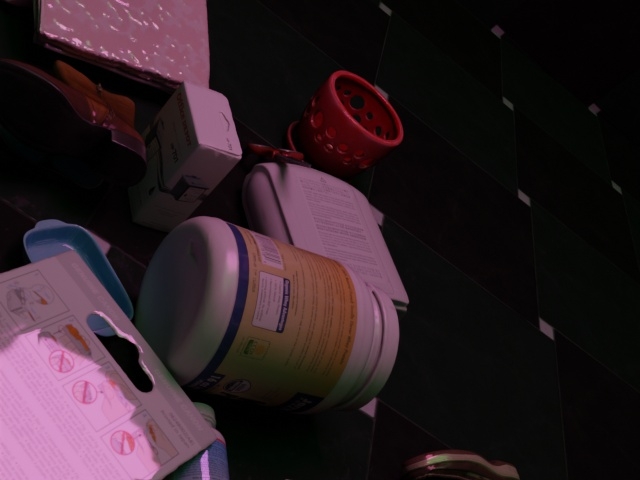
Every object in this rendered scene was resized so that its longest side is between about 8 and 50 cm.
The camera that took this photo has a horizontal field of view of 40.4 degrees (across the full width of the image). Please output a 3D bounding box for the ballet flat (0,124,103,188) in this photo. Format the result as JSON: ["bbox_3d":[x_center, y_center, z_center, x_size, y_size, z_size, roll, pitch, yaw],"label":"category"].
[{"bbox_3d":[-0.396,-0.130,1.279,0.168,0.057,0.052,36,5,-20],"label":"ballet flat"}]

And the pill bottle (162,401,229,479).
[{"bbox_3d":[-0.154,0.282,1.053,0.087,0.087,0.160,21,40,-33],"label":"pill bottle"}]

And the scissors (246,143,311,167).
[{"bbox_3d":[-0.076,-0.146,1.518,0.109,0.021,0.297,12,9,-7],"label":"scissors"}]

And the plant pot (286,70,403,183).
[{"bbox_3d":[0.043,-0.210,1.725,0.191,0.174,0.191,29,36,-23],"label":"plant pot"}]

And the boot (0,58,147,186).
[{"bbox_3d":[-0.373,-0.220,1.284,0.264,0.096,0.280,26,21,-30],"label":"boot"}]

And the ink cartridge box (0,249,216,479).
[{"bbox_3d":[-0.338,0.196,0.932,0.308,0.091,0.385,50,35,9],"label":"ink cartridge box"}]

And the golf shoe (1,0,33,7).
[{"bbox_3d":[-0.560,-0.524,1.435,0.306,0.140,0.115,49,32,2],"label":"golf shoe"}]

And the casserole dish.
[{"bbox_3d":[-0.327,0.056,1.154,0.114,0.037,0.188,-13,64,-53],"label":"casserole dish"}]

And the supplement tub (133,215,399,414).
[{"bbox_3d":[-0.070,0.114,1.198,0.316,0.228,0.228,20,41,-33],"label":"supplement tub"}]

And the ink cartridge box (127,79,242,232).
[{"bbox_3d":[-0.216,-0.126,1.332,0.082,0.190,0.140,15,43,-38],"label":"ink cartridge box"}]

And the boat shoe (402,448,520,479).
[{"bbox_3d":[0.235,0.392,1.363,0.257,0.095,0.095,17,48,-37],"label":"boat shoe"}]

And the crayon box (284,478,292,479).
[{"bbox_3d":[0.035,0.472,1.061,0.203,0.083,0.323,21,41,-33],"label":"crayon box"}]

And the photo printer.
[{"bbox_3d":[0.000,0.000,1.511,0.256,0.107,0.308,12,45,-39],"label":"photo printer"}]

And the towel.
[{"bbox_3d":[-0.343,-0.420,1.522,0.331,0.053,0.317,15,57,-39],"label":"towel"}]
